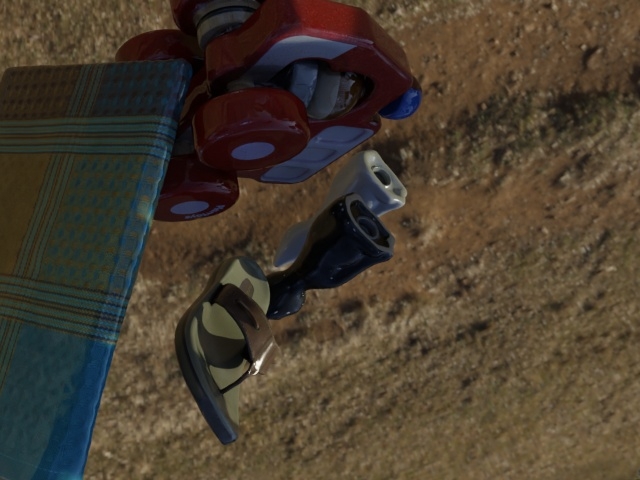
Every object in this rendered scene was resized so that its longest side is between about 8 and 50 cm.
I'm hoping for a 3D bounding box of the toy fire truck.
[{"bbox_3d":[-0.041,-0.133,0.753,0.254,0.169,0.302,-1,161,-38],"label":"toy fire truck"}]

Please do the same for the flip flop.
[{"bbox_3d":[-0.081,0.096,0.820,0.080,0.277,0.112,-18,112,16],"label":"flip flop"}]

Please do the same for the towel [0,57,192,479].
[{"bbox_3d":[-0.252,0.017,0.686,0.271,0.370,0.040,8,169,36],"label":"towel"}]

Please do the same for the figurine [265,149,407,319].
[{"bbox_3d":[0.000,0.000,1.004,0.092,0.215,0.209,44,120,-13],"label":"figurine"}]

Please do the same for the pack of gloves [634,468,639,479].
[{"bbox_3d":[0.411,0.378,0.967,0.046,0.195,0.232,13,165,4],"label":"pack of gloves"}]
